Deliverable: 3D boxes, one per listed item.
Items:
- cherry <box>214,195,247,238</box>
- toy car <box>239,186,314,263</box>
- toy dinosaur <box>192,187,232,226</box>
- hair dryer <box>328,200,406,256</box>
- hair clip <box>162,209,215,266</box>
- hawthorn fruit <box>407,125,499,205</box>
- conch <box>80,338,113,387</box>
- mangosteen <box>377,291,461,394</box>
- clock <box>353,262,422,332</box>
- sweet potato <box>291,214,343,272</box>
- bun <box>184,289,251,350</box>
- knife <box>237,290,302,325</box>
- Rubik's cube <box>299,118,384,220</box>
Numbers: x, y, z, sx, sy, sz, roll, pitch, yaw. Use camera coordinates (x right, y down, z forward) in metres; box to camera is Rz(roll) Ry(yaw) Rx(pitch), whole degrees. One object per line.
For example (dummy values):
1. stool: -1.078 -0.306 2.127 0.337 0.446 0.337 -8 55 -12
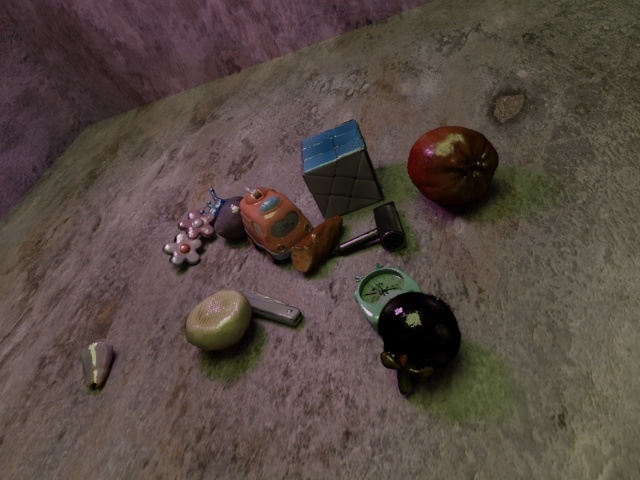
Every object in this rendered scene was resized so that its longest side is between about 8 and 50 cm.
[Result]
1. cherry: -0.310 -0.079 1.788 0.176 0.140 0.176 -43 27 29
2. toy car: -0.161 -0.072 1.618 0.180 0.212 0.270 -39 43 -16
3. toy dinosaur: -0.434 -0.115 1.951 0.144 0.076 0.329 41 68 17
4. hair dryer: 0.134 -0.021 1.516 0.248 0.078 0.195 -24 35 13
5. hair clip: -0.492 -0.007 1.834 0.146 0.075 0.257 20 67 8
6. hawthorn fruit: 0.394 -0.223 1.459 0.258 0.258 0.262 -46 5 -24
7. conch: -0.711 0.392 1.538 0.104 0.094 0.176 -16 63 -8
8. mangosteen: 0.209 0.229 1.091 0.194 0.194 0.230 24 85 46
9. clock: 0.171 0.139 1.298 0.159 0.066 0.211 -29 37 -3
10. sweet potato: 0.000 0.000 1.544 0.097 0.097 0.252 12 48 40
11. bun: -0.289 0.245 1.410 0.222 0.127 0.222 -23 25 11
12. knife: -0.161 0.197 1.450 0.265 0.040 0.073 12 41 40
13. Rubik's cube: 0.069 -0.247 1.687 0.231 0.221 0.225 -20 38 9
